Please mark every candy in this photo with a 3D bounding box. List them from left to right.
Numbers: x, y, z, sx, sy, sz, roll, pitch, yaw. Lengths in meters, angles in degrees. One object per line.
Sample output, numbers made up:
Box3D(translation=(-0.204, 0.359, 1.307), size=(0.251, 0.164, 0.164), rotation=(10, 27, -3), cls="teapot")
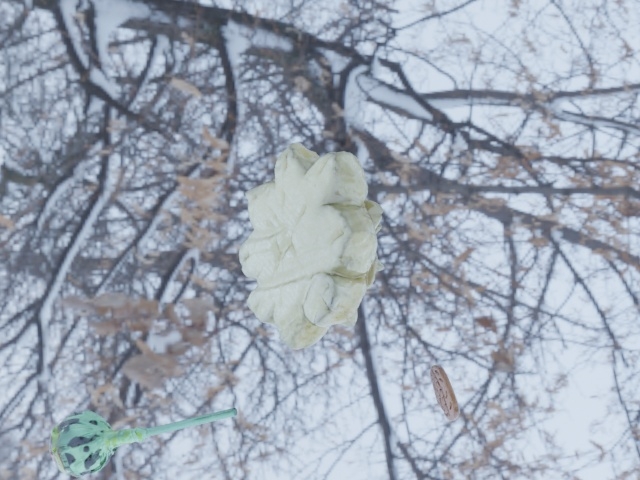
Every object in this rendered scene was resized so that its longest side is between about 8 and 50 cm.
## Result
Box3D(translation=(-0.253, 0.266, 1.172), size=(0.305, 0.083, 0.091), rotation=(-17, -125, 18), cls="candy")

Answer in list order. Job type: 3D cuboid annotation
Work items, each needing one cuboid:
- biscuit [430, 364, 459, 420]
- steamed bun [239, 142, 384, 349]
Box3D(translation=(0.196, 0.246, 1.328), size=(0.078, 0.015, 0.091), rotation=(100, -27, -61), cls="biscuit")
Box3D(translation=(0.000, 0.000, 1.222), size=(0.295, 0.137, 0.292), rotation=(42, -62, 50), cls="steamed bun")
